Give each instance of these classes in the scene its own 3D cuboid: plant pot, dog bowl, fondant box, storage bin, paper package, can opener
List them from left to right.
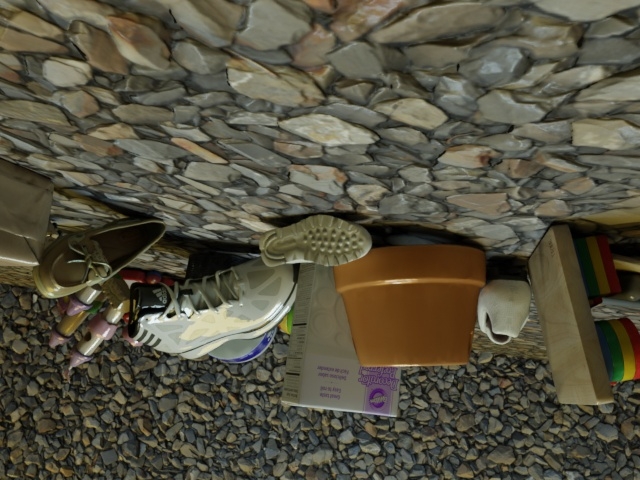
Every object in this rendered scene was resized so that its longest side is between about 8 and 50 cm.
[{"bbox_3d":[-0.677,-0.065,0.956,0.324,0.168,0.309,-1,163,32],"label":"paper package"},{"bbox_3d":[-0.262,0.091,1.519,0.180,0.084,0.122,0,164,35],"label":"storage bin"},{"bbox_3d":[-0.277,0.256,1.822,0.264,0.265,0.104,6,165,9],"label":"dog bowl"},{"bbox_3d":[0.061,0.196,1.223,0.238,0.330,0.096,14,165,-25],"label":"fondant box"},{"bbox_3d":[0.169,0.133,1.068,0.290,0.204,0.291,-1,167,0],"label":"plant pot"},{"bbox_3d":[0.509,0.104,1.049,0.074,0.093,0.280,22,171,-7],"label":"can opener"}]

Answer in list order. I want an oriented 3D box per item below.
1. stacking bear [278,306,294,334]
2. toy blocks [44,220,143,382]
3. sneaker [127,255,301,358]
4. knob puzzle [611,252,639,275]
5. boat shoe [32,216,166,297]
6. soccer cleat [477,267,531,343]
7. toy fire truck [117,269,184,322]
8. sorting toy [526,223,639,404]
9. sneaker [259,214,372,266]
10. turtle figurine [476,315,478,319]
[{"bbox_3d":[-0.085,0.260,1.978,0.289,0.175,0.164,10,171,25],"label":"stacking bear"},{"bbox_3d":[-0.607,0.153,1.398,0.288,0.260,0.309,47,-173,30],"label":"toy blocks"},{"bbox_3d":[-0.264,0.144,1.281,0.447,0.169,0.257,-32,150,25],"label":"sneaker"},{"bbox_3d":[0.544,0.048,0.932,0.213,0.030,0.213,18,176,1],"label":"knob puzzle"},{"bbox_3d":[-0.416,0.016,1.088,0.089,0.105,0.285,-11,-161,29],"label":"boat shoe"},{"bbox_3d":[0.365,0.144,1.191,0.116,0.143,0.331,5,172,13],"label":"soccer cleat"},{"bbox_3d":[-0.603,0.187,2.011,0.302,0.169,0.254,4,147,16],"label":"toy fire truck"},{"bbox_3d":[0.420,0.124,0.905,0.089,0.256,0.257,-10,163,9],"label":"sorting toy"},{"bbox_3d":[0.000,0.000,1.022,0.235,0.090,0.094,-1,-179,38],"label":"sneaker"},{"bbox_3d":[0.272,0.160,1.434,0.217,0.087,0.269,34,144,-7],"label":"turtle figurine"}]
